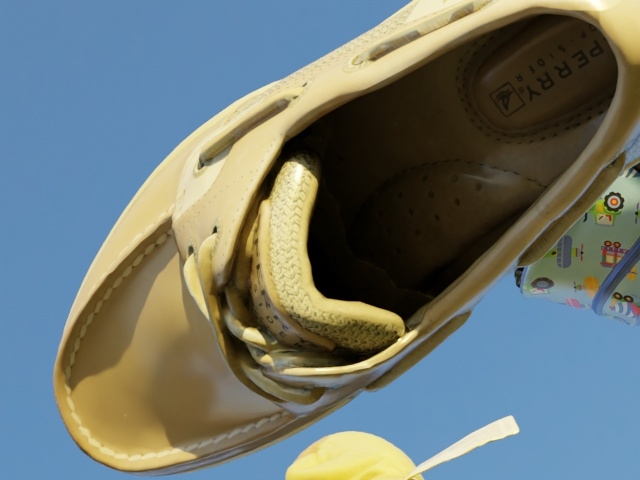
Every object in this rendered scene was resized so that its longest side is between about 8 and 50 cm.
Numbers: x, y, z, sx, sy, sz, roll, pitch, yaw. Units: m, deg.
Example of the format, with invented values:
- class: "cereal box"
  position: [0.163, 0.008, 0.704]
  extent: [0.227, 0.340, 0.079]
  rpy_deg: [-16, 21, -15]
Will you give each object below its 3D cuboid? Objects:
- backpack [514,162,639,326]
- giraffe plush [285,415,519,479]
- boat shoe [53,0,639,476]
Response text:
- class: "backpack"
  position: [0.176, -0.028, 0.910]
  extent: [0.173, 0.117, 0.158]
  rpy_deg: [-59, -12, 20]
- class: "giraffe plush"
  position: [0.034, 0.200, 0.936]
  extent: [0.210, 0.181, 0.170]
  rpy_deg: [-21, -77, 19]
- class: "boat shoe"
  position: [0.000, 0.000, 0.611]
  extent: [0.302, 0.098, 0.109]
  rpy_deg: [-36, -87, 35]
